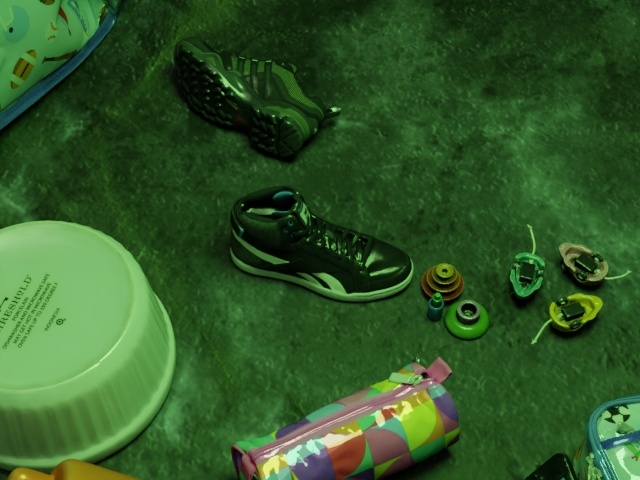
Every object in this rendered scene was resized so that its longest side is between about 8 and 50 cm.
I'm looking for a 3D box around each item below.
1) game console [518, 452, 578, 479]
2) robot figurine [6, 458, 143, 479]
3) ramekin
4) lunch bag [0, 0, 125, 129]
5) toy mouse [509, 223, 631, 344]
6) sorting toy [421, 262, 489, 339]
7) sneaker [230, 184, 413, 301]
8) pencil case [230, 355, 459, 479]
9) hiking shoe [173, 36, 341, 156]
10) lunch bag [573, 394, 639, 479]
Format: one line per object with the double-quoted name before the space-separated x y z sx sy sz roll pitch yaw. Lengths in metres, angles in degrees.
"game console" 0.207 0.284 1.135 0.071 0.107 0.122 8 49 -31
"robot figurine" -0.193 0.280 1.072 0.219 0.158 0.128 24 49 -20
"ramekin" -0.292 0.100 1.226 0.272 0.127 0.273 1 54 -1
"lunch bag" -0.472 -0.328 1.482 0.327 0.239 0.385 23 41 16
"toy mouse" 0.272 0.043 1.334 0.161 0.031 0.143 -21 57 -16
"sorting toy" 0.150 0.064 1.310 0.061 0.042 0.102 -26 58 -18
"sneaker" 0.000 0.000 1.306 0.216 0.121 0.079 8 55 5
"pencil case" 0.028 0.203 1.173 0.236 0.104 0.104 -25 58 -17
"hiking shoe" -0.087 -0.196 1.486 0.227 0.086 0.114 37 48 17
"lunch bag" 0.407 0.245 1.141 0.303 0.115 0.243 -8 52 -8
